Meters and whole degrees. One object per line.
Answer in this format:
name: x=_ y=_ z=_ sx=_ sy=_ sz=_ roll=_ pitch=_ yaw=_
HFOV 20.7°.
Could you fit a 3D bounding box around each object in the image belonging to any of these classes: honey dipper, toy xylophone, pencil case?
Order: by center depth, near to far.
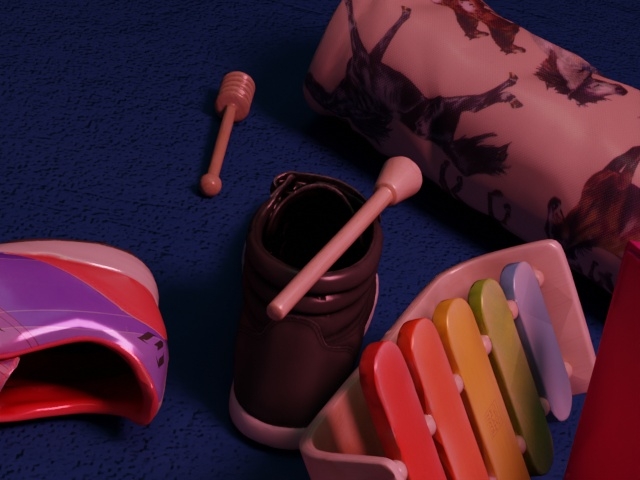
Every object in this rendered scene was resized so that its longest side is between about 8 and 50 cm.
toy xylophone: x=0.072 y=0.090 z=1.071 sx=0.081 sy=0.236 sz=0.322 roll=-9 pitch=28 yaw=30
pencil case: x=0.177 y=-0.091 z=1.408 sx=0.410 sy=0.160 sz=0.183 roll=33 pitch=38 yaw=24
honey dipper: x=-0.078 y=-0.086 z=1.416 sx=0.030 sy=0.030 sz=0.160 roll=14 pitch=35 yaw=-3

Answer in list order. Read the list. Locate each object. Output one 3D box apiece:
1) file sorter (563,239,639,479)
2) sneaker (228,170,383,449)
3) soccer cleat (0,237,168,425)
file sorter: x=0.282 y=0.149 z=0.994 sx=0.182 sy=0.202 sz=0.290 roll=9 pitch=14 yaw=-15
sneaker: x=0.000 y=0.000 z=1.216 sx=0.104 sy=0.147 sz=0.296 roll=12 pitch=32 yaw=-2
soccer cleat: x=-0.247 y=0.057 z=1.072 sx=0.318 sy=0.108 sz=0.116 roll=4 pitch=39 yaw=-22
